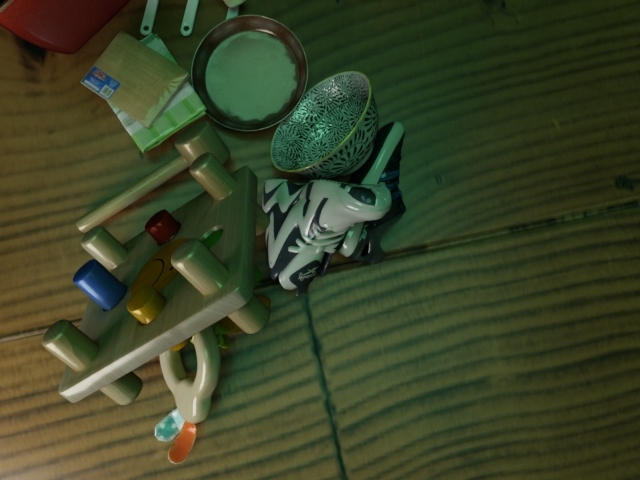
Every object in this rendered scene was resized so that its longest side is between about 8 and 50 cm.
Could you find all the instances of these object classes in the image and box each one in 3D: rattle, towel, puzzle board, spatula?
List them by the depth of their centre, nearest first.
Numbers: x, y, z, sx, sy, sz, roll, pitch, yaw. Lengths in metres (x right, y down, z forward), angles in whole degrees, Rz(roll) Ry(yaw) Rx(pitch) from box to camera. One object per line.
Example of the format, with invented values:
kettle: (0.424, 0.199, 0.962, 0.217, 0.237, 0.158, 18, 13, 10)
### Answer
rattle: (-0.145, 0.181, 0.900, 0.130, 0.143, 0.199, -1, 95, 32)
puzzle board: (-0.259, -0.226, 0.933, 0.128, 0.011, 0.096, 33, 83, 13)
towel: (-0.242, -0.209, 0.945, 0.113, 0.023, 0.152, -34, 75, -2)
spatula: (-0.173, -0.407, 0.988, 0.168, 0.019, 0.242, 11, 82, -1)

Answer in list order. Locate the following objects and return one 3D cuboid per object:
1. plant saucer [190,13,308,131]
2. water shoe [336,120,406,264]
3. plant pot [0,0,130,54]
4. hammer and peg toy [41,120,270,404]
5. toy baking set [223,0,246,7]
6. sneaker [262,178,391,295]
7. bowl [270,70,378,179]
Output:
plant saucer: (-0.100, -0.237, 0.954, 0.168, 0.029, 0.168, 0, 88, 5)
water shoe: (0.083, -0.066, 0.934, 0.080, 0.073, 0.203, 25, 85, -21)
plant pot: (-0.365, -0.406, 0.869, 0.267, 0.236, 0.267, 42, 84, 6)
hammer and peg toy: (-0.189, 0.014, 0.830, 0.266, 0.361, 0.127, -31, 122, 16)
toy baking set: (-0.119, -0.477, 0.974, 0.197, 0.030, 0.256, 29, 80, 2)
sneaker: (0.000, 0.000, 0.852, 0.094, 0.235, 0.153, 0, 95, -42)
bowl: (0.020, -0.140, 0.910, 0.080, 0.170, 0.170, 42, 81, -35)
